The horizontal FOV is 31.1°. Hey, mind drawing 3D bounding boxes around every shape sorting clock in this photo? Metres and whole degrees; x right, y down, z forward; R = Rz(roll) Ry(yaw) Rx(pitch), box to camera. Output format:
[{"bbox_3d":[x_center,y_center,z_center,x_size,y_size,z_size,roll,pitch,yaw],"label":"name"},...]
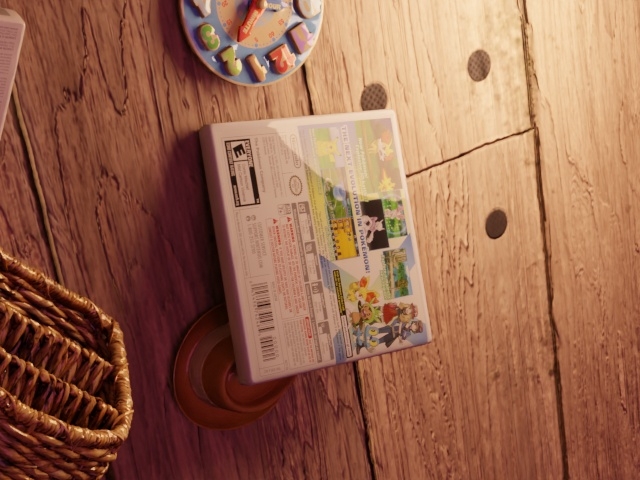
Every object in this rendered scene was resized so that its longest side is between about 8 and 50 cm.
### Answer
[{"bbox_3d":[-0.081,-0.294,1.426,0.206,0.040,0.206,-10,107,-35],"label":"shape sorting clock"}]

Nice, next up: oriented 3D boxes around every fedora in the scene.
[{"bbox_3d":[-0.095,0.171,1.503,0.194,0.079,0.194,-10,107,-35],"label":"fedora"}]

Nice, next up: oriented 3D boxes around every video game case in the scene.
[{"bbox_3d":[0.000,0.000,1.506,0.300,0.036,0.329,-9,89,-35],"label":"video game case"}]

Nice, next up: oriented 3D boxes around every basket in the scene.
[{"bbox_3d":[-0.336,0.138,1.233,0.299,0.213,0.223,40,78,-36],"label":"basket"}]

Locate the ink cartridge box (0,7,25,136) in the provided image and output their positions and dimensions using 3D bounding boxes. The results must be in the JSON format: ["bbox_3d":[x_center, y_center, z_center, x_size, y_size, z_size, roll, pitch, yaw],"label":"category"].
[{"bbox_3d":[-0.426,-0.146,1.215,0.181,0.056,0.224,2,118,-37],"label":"ink cartridge box"}]
